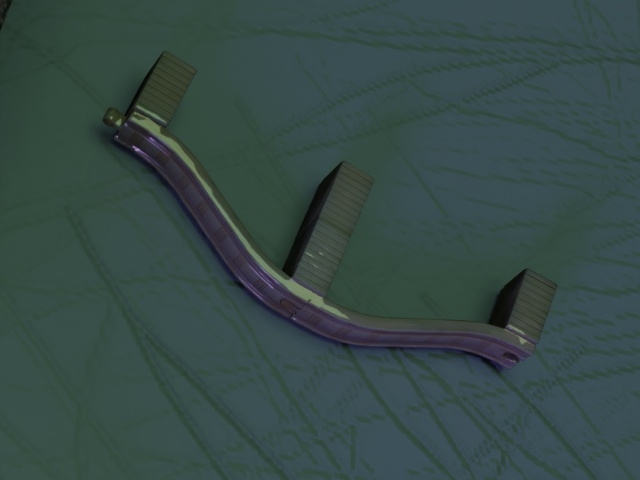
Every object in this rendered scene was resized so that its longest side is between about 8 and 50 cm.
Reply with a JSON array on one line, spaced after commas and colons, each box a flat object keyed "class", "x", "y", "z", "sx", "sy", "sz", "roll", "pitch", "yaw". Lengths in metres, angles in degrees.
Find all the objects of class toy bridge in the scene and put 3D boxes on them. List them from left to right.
[{"class": "toy bridge", "x": 0.000, "y": 0.000, "z": 0.629, "sx": 0.188, "sy": 0.026, "sz": 0.063, "roll": 30, "pitch": 59, "yaw": -11}]

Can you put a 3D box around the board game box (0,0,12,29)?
[{"class": "board game box", "x": -0.211, "y": -0.100, "z": 0.500, "sx": 0.232, "sy": 0.141, "sz": 0.291, "roll": 23, "pitch": 59, "yaw": -16}]
